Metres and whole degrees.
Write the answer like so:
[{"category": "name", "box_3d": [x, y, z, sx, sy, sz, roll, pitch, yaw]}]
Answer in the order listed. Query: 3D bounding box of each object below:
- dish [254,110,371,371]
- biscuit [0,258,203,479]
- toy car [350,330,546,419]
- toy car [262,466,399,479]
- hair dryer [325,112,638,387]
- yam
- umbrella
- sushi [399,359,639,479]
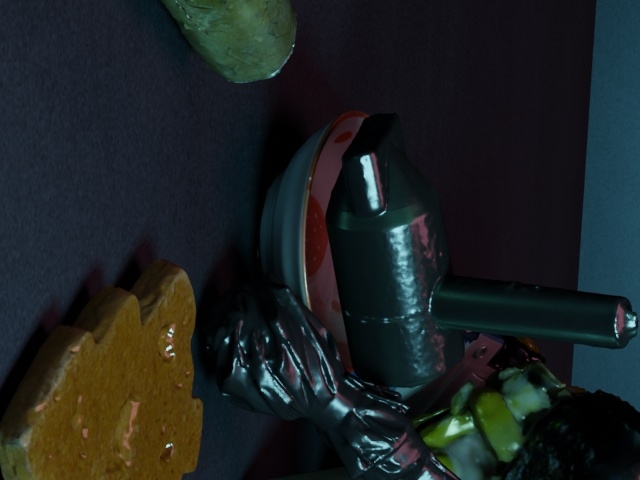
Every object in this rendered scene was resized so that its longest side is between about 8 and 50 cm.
[{"category": "dish", "box_3d": [0.000, 0.000, 1.732, 0.260, 0.085, 0.260, 2, 90, -66]}, {"category": "biscuit", "box_3d": [-0.171, 0.148, 1.336, 0.306, 0.043, 0.284, 17, 80, -69]}, {"category": "toy car", "box_3d": [0.104, 0.134, 1.953, 0.198, 0.166, 0.314, -52, 144, 10]}, {"category": "toy car", "box_3d": [0.028, 0.409, 1.720, 0.226, 0.242, 0.336, -95, 173, -46]}, {"category": "hair dryer", "box_3d": [0.146, 0.016, 1.587, 0.116, 0.302, 0.244, -44, 131, -48]}, {"category": "yam", "box_3d": [-0.095, -0.224, 1.378, 0.259, 0.106, 0.106, 55, 43, -65]}, {"category": "umbrella", "box_3d": [0.029, 0.164, 1.605, 0.340, 0.118, 0.118, 40, 46, -20]}, {"category": "sushi", "box_3d": [0.239, 0.293, 1.877, 0.328, 0.285, 0.328, 8, 110, -53]}]
